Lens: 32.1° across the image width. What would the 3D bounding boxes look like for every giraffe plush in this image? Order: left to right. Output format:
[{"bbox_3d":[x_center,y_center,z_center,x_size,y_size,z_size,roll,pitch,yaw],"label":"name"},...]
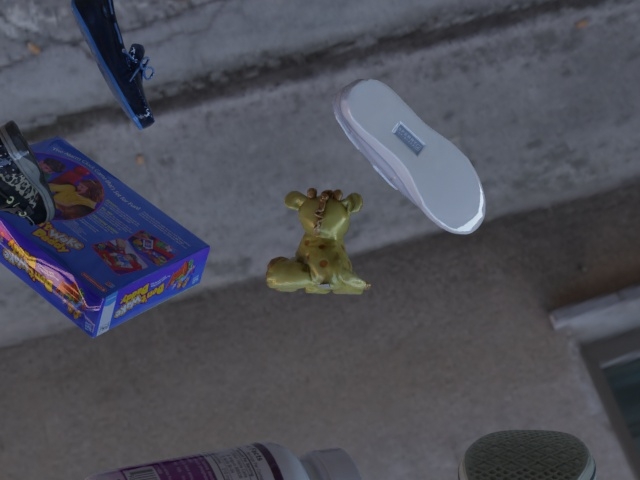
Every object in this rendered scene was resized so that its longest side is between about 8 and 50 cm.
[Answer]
[{"bbox_3d":[0.000,0.000,1.896,0.181,0.170,0.210,4,173,-12],"label":"giraffe plush"}]

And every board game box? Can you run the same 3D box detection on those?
[{"bbox_3d":[-0.376,-0.018,1.699,0.233,0.347,0.078,-28,146,-49],"label":"board game box"}]

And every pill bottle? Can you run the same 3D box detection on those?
[{"bbox_3d":[-0.105,0.317,1.235,0.301,0.169,0.169,-5,149,-23],"label":"pill bottle"}]

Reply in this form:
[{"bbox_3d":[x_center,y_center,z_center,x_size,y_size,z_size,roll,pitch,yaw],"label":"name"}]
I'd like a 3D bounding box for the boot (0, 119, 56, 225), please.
[{"bbox_3d":[-0.434,-0.051,1.395,0.178,0.085,0.236,-29,166,-14],"label":"boot"}]

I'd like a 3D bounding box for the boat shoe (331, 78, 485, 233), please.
[{"bbox_3d":[0.080,-0.076,1.044,0.184,0.063,0.066,39,80,-18],"label":"boat shoe"}]

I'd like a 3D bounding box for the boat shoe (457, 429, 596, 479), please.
[{"bbox_3d":[0.268,0.383,1.429,0.187,0.156,0.500,0,-164,9],"label":"boat shoe"}]

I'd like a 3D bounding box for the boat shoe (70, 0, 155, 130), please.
[{"bbox_3d":[-0.344,-0.322,1.938,0.089,0.258,0.109,-27,-171,-13],"label":"boat shoe"}]
